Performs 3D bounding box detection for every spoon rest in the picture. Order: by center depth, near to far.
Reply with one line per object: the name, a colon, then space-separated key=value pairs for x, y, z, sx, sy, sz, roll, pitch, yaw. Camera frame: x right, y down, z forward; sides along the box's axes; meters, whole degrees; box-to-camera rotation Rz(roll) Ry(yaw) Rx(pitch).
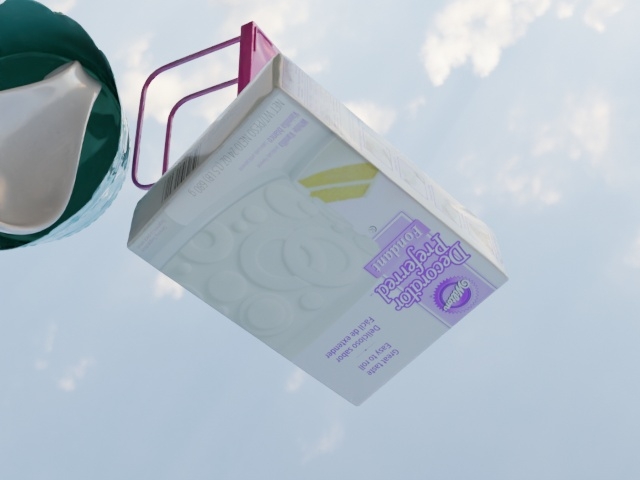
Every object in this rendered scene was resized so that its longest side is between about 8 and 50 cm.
spoon rest: x=-0.284 y=-0.108 z=0.975 sx=0.084 sy=0.137 sz=0.276 roll=-35 pitch=-158 yaw=28

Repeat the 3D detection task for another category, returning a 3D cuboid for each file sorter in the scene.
file sorter: x=-0.089 y=-0.096 z=1.286 sx=0.182 sy=0.290 sz=0.202 roll=-15 pitch=-123 yaw=25

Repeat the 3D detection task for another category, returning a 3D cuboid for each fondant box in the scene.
fondant box: x=0.000 y=0.000 z=1.049 sx=0.238 sy=0.330 sz=0.096 roll=-44 pitch=-155 yaw=22

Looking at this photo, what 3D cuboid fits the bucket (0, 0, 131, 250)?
bucket: x=-0.346 y=-0.119 z=1.111 sx=0.281 sy=0.281 sz=0.183 roll=-36 pitch=180 yaw=-5
